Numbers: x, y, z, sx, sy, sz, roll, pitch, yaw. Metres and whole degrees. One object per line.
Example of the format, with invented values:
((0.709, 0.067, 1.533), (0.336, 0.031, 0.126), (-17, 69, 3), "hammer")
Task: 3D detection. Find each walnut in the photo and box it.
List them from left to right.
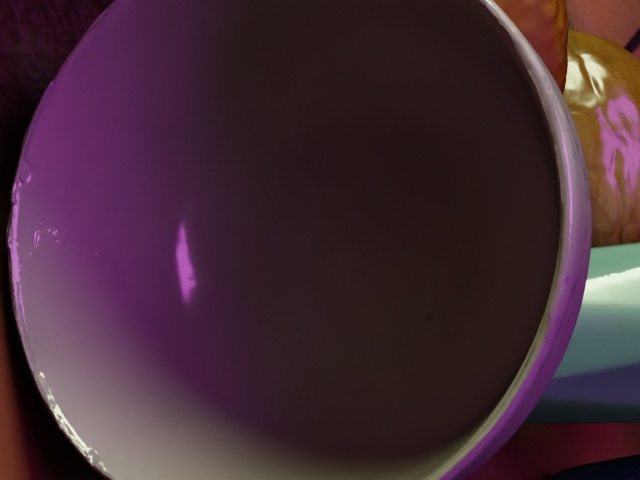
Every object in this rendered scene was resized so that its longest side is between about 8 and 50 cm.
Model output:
((0.193, -0.061, 0.962), (0.167, 0.167, 0.207), (-3, 80, -50), "walnut")

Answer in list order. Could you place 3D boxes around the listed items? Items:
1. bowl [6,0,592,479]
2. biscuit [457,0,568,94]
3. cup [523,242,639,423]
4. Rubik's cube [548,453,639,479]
((0.000, 0.000, 0.627), (0.144, 0.287, 0.287), (14, 63, -66), "bowl")
((0.073, -0.165, 0.780), (0.102, 0.296, 0.296), (-15, 85, -8), "biscuit")
((0.212, 0.061, 0.857), (0.134, 0.236, 0.148), (-99, -173, -63), "cup")
((0.291, 0.334, 0.756), (0.359, 0.363, 0.362), (-33, 96, -52), "Rubik's cube")
